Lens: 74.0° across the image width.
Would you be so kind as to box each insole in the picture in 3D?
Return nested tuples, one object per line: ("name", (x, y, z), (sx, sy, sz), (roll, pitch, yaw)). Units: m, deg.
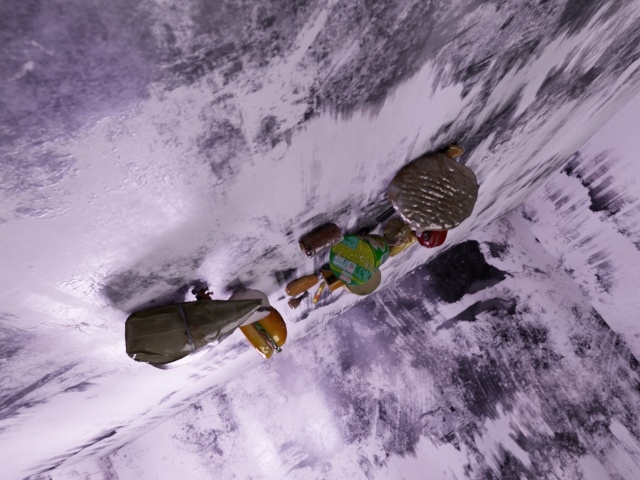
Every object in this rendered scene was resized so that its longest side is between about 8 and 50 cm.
("insole", (0.356, -0.164, 1.725), (0.309, 0.012, 0.110), (-35, 164, 10))

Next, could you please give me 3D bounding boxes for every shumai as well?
("shumai", (0.353, -0.168, 1.506), (0.313, 0.267, 0.262), (2, -176, -15))

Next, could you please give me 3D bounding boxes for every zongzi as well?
("zongzi", (-0.370, 0.285, 1.343), (0.392, 0.174, 0.356), (-15, 162, -13))

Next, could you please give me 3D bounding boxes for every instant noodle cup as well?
("instant noodle cup", (0.180, 0.058, 1.748), (0.207, 0.207, 0.232), (-43, 166, 30))

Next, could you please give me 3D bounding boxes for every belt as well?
("belt", (0.528, -0.062, 2.028), (0.127, 0.201, 0.124), (6, -170, 38))

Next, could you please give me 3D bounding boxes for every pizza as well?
("pizza", (0.451, -0.309, 1.480), (0.083, 0.025, 0.078), (12, 150, -42))

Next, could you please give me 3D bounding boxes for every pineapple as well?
("pineapple", (-0.105, 0.289, 2.115), (0.124, 0.058, 0.058), (-41, 167, -23))

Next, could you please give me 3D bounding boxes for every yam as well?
("yam", (0.001, 0.001, 1.451), (0.141, 0.079, 0.079), (-29, 163, -16))

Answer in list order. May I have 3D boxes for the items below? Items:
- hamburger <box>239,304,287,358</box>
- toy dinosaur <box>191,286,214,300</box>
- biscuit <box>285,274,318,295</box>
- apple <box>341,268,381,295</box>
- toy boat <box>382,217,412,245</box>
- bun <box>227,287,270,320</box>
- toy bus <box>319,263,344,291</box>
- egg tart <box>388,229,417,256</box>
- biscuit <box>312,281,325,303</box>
("hamburger", (-0.231, 0.360, 1.764), (0.170, 0.246, 0.246), (-39, 165, -15))
("toy dinosaur", (-0.369, 0.178, 1.338), (0.055, 0.049, 0.154), (-19, 156, 0))
("biscuit", (-0.085, 0.204, 1.931), (0.220, 0.029, 0.142), (-11, 151, -52))
("apple", (0.179, 0.185, 2.092), (0.264, 0.193, 0.120), (-20, 169, -38))
("toy boat", (0.342, -0.029, 1.907), (0.116, 0.089, 0.310), (-65, 162, 5))
("bun", (-0.273, 0.233, 1.532), (0.172, 0.120, 0.173), (-22, 162, -8))
("toy bus", (0.107, 0.137, 1.926), (0.200, 0.114, 0.098), (-30, 155, -4))
("egg tart", (0.414, 0.002, 2.148), (0.212, 0.090, 0.213), (-27, 162, -10))
("biscuit", (-0.007, 0.279, 2.282), (0.048, 0.026, 0.292), (-47, 170, -24))
